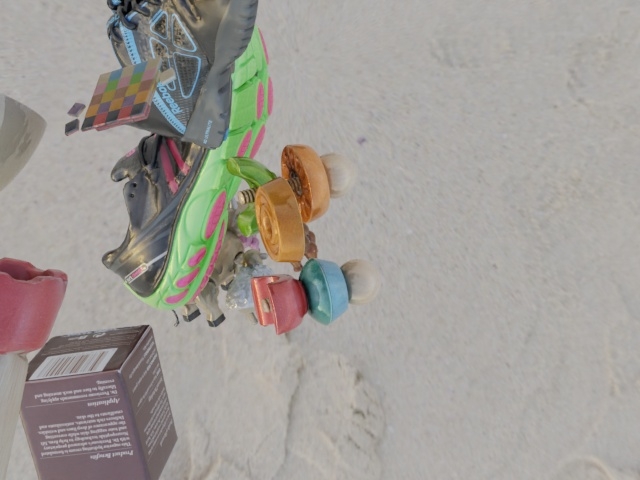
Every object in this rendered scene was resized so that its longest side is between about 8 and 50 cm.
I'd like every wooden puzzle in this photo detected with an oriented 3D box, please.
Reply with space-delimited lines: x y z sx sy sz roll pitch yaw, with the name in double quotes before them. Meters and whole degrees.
"wooden puzzle" -0.127 -0.092 0.633 0.083 0.049 0.006 -10 141 26

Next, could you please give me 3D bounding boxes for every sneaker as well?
"sneaker" -0.136 -0.218 0.947 0.140 0.125 0.340 7 139 -11
"sneaker" -0.220 -0.130 1.554 0.202 0.185 0.482 23 97 11

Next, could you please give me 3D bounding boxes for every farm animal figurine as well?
"farm animal figurine" -0.187 0.011 1.781 0.331 0.326 0.172 -5 121 29

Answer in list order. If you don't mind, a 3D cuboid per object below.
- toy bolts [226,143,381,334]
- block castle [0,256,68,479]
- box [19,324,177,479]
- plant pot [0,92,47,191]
"toy bolts" 0.000 0.000 1.209 0.159 0.218 0.228 -13 104 -17
"block castle" -0.355 0.046 0.513 0.303 0.453 0.212 12 93 7
"box" -0.328 0.255 1.466 0.169 0.167 0.203 -7 107 8
"plant pot" -0.615 -0.149 1.611 0.284 0.284 0.190 17 80 -4
